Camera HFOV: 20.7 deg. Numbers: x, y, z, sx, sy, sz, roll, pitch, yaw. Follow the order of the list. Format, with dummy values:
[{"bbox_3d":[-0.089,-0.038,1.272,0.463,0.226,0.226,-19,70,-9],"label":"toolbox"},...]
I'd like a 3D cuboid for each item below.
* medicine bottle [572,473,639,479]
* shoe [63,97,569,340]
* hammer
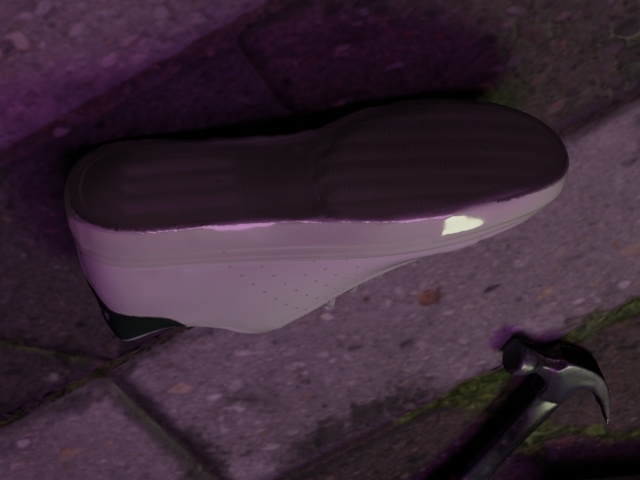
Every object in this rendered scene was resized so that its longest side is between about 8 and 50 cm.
[{"bbox_3d":[0.334,0.294,1.721,0.237,0.139,0.139,-4,137,-18],"label":"medicine bottle"},{"bbox_3d":[0.000,0.000,1.284,0.363,0.132,0.160,-7,137,-7],"label":"shoe"},{"bbox_3d":[0.159,0.201,1.628,0.137,0.037,0.290,14,129,-30],"label":"hammer"}]
